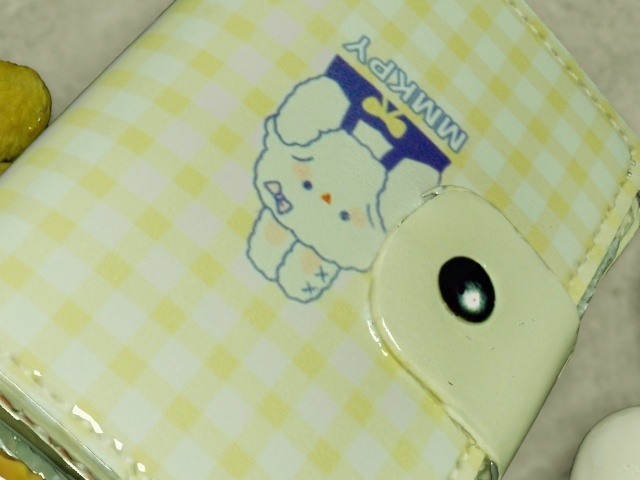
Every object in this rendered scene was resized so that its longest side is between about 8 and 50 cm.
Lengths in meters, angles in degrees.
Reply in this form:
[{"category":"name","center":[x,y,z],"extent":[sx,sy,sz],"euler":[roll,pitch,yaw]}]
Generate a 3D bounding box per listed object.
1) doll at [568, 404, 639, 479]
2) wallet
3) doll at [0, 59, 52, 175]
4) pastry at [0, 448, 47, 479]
[{"category":"doll","center":[0.094,0.193,0.587],"extent":[0.243,0.160,0.311],"euler":[30,66,-39]},{"category":"wallet","center":[0.000,0.000,0.645],"extent":[0.223,0.077,0.309],"euler":[43,54,-5]},{"category":"doll","center":[-0.192,-0.028,0.616],"extent":[0.209,0.097,0.137],"euler":[-11,83,-24]},{"category":"pastry","center":[-0.153,0.183,0.520],"extent":[0.235,0.132,0.240],"euler":[33,109,2]}]
